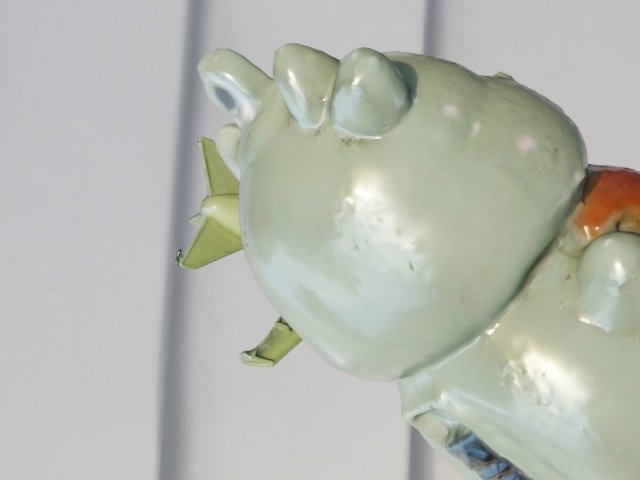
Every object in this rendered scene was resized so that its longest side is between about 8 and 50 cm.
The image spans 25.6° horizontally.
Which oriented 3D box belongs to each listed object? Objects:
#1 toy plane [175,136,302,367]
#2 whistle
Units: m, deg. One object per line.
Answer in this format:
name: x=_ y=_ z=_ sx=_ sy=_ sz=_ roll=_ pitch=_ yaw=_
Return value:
toy plane: x=0.000 y=0.000 z=0.516 sx=0.111 sy=0.102 sz=0.040 roll=16 pitch=162 yaw=-24
whistle: x=0.070 y=0.026 z=0.385 sx=0.253 sy=0.106 sz=0.102 roll=38 pitch=-173 yaw=-4
